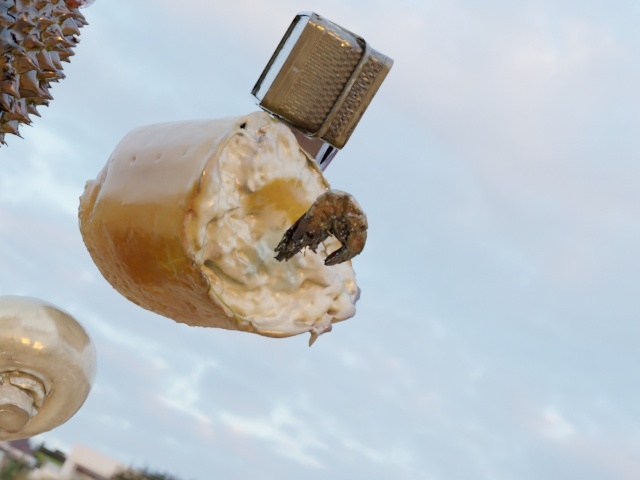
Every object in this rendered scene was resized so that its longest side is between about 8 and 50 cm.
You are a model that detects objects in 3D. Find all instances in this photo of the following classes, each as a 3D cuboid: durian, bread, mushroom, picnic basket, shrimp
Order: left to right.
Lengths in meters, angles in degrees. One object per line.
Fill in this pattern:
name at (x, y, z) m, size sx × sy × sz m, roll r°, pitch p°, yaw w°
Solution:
durian at (-0.419, -0.297, 1.386) m, size 0.347 × 0.384 × 0.347 m, roll 20°, pitch -28°, yaw 11°
mushroom at (-0.452, 0.198, 1.760) m, size 0.246 × 0.202 × 0.246 m, roll -2°, pitch -54°, yaw -3°
bread at (-0.176, 0.006, 1.817) m, size 0.394 × 0.250 × 0.361 m, roll 0°, pitch -45°, yaw 42°
picnic basket at (-0.004, -0.242, 1.826) m, size 0.139 × 0.165 × 0.266 m, roll 30°, pitch 5°, yaw -11°
shrimp at (0.000, 0.000, 1.566) m, size 0.161 × 0.034 × 0.091 m, roll -39°, pitch -91°, yaw 37°

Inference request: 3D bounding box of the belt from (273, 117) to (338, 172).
belt at (-0.015, -0.206, 2.252) m, size 0.115 × 0.227 × 0.324 m, roll 34°, pitch -9°, yaw 4°
